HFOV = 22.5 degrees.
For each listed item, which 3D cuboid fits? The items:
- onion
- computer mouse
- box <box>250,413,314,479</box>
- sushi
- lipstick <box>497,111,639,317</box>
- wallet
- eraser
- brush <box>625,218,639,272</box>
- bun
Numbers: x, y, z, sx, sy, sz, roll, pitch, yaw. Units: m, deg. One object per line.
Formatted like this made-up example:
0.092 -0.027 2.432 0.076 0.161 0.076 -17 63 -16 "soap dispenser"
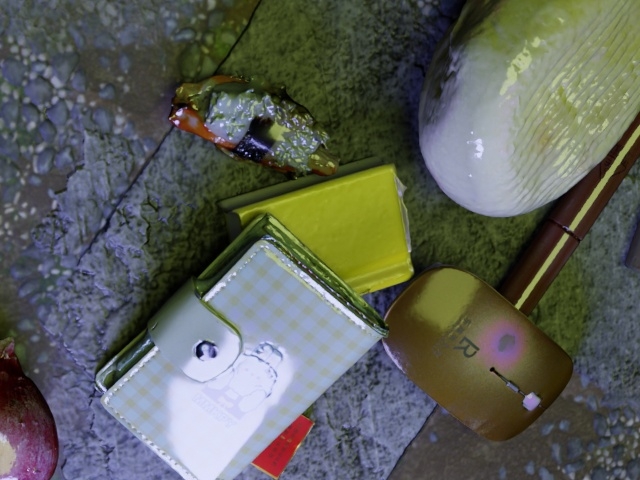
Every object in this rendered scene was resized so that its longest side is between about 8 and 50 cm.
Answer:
-0.371 0.204 1.832 0.159 0.159 0.195 5 88 -24 "onion"
0.207 0.150 2.071 0.158 0.072 0.310 -46 124 5 "computer mouse"
-0.082 0.232 2.023 0.133 0.023 0.090 36 85 -26 "box"
-0.066 -0.139 1.902 0.226 0.103 0.097 24 76 -27 "sushi"
0.347 -0.053 2.115 0.057 0.057 0.357 36 88 -25 "lipstick"
-0.097 0.142 1.917 0.223 0.077 0.309 41 105 -18 "wallet"
0.000 0.000 1.977 0.226 0.069 0.158 -17 106 -18 "eraser"
0.460 -0.094 2.152 0.048 0.054 0.282 15 96 -26 "brush"
0.249 -0.208 1.954 0.361 0.213 0.361 -29 135 -33 "bun"
